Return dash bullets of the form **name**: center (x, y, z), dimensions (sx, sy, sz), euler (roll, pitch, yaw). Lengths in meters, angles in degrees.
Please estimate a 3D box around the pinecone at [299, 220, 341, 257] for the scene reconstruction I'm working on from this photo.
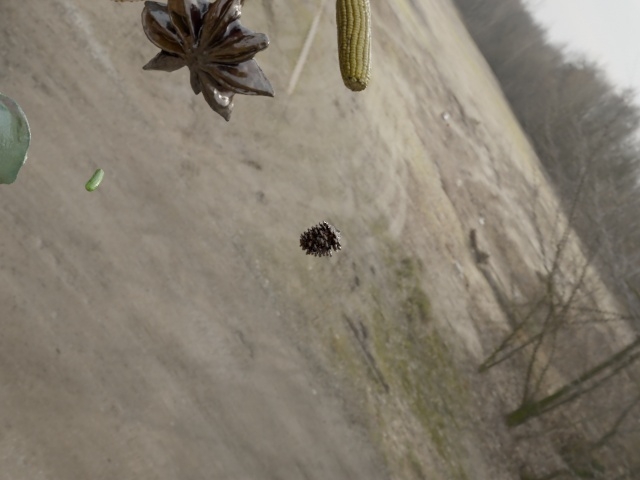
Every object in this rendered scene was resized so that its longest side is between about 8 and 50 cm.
- **pinecone**: center (0.000, -0.004, 2.095), dimensions (0.102, 0.110, 0.102), euler (-179, -90, -82)

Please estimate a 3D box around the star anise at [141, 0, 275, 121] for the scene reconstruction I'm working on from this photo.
- **star anise**: center (-0.226, -0.372, 1.568), dimensions (0.315, 0.315, 0.108), euler (50, 43, -21)

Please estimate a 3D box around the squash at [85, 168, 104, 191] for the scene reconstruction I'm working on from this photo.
- **squash**: center (-0.489, -0.133, 1.729), dimensions (0.027, 0.027, 0.089), euler (49, 25, -24)

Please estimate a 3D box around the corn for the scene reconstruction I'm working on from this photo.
- **corn**: center (0.071, -0.434, 1.702), dimensions (0.080, 0.080, 0.231), euler (25, 60, -59)

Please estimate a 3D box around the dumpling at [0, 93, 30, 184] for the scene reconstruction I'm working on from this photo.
- **dumpling**: center (-0.692, -0.231, 1.761), dimensions (0.105, 0.149, 0.216), euler (18, 65, -83)
